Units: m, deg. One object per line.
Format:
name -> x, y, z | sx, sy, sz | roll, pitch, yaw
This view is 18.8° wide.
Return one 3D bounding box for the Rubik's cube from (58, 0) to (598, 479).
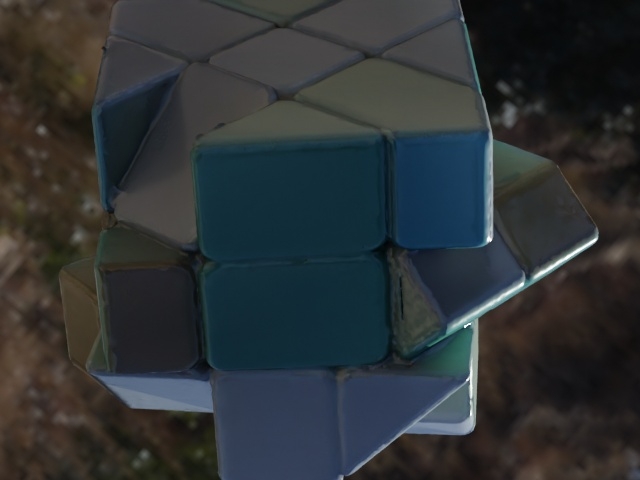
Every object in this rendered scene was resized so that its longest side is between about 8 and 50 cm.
Rubik's cube -> 0.000, 0.000, 0.950 | 0.224, 0.265, 0.213 | -90, 177, -62
